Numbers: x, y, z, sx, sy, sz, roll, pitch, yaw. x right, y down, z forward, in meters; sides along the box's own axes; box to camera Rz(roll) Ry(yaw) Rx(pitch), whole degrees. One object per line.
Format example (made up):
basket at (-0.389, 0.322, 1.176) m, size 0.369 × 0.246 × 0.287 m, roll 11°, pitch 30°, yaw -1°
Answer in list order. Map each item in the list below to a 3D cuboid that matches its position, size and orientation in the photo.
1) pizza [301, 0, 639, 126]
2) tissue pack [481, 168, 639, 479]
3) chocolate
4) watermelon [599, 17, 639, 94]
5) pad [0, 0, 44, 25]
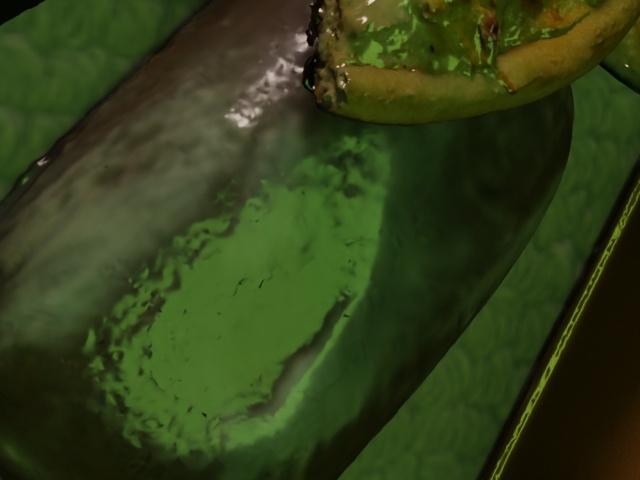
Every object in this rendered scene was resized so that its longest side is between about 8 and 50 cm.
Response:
pizza at (0.053, -0.091, 0.586) m, size 0.160 × 0.036 × 0.099 m, roll -26°, pitch 95°, yaw -39°
tissue pack at (0.230, 0.099, 0.755) m, size 0.274 × 0.145 × 0.194 m, roll 32°, pitch 79°, yaw -35°
chocolate at (0.000, -0.001, 0.613) m, size 0.254 × 0.080 × 0.157 m, roll -50°, pitch 121°, yaw -17°
watermelon at (0.120, -0.148, 0.665) m, size 0.075 × 0.092 × 0.181 m, roll 21°, pitch 95°, yaw -22°
pad at (-0.071, -0.250, 0.530) m, size 0.250 × 0.055 × 0.323 m, roll -35°, pitch 114°, yaw -29°
